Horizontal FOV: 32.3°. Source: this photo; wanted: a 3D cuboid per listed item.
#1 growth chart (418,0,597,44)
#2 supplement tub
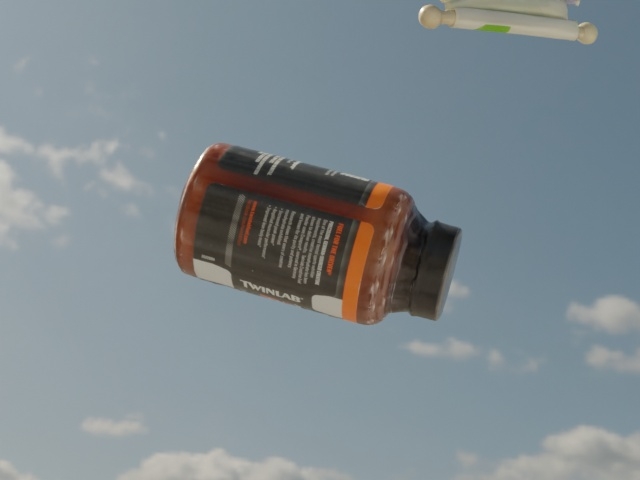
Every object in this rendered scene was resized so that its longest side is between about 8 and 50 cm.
[{"bbox_3d":[0.124,-0.235,0.815,0.172,0.237,0.021,5,-36,-25],"label":"growth chart"},{"bbox_3d":[0.000,0.000,0.807,0.197,0.106,0.106,15,-20,11],"label":"supplement tub"}]
